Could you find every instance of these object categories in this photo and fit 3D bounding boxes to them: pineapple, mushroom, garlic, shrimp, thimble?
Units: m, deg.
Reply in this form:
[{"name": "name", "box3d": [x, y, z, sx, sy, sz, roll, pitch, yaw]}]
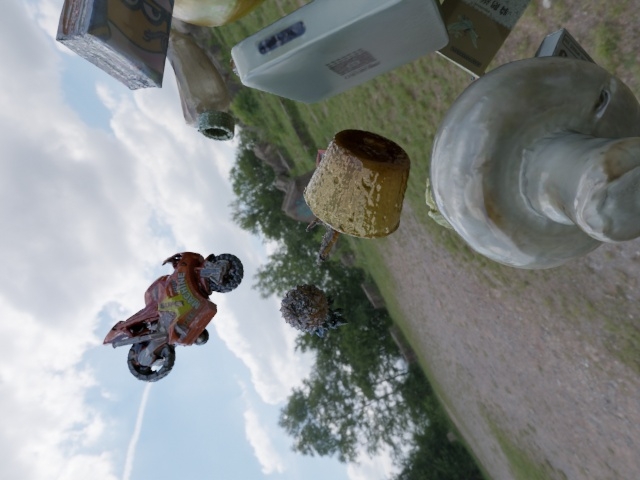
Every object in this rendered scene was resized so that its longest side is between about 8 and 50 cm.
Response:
[{"name": "pineapple", "box3d": [-0.013, 0.131, 0.776, 0.221, 0.104, 0.083, 59, -164, -71]}, {"name": "mushroom", "box3d": [0.250, -0.076, 0.438, 0.243, 0.244, 0.243, 63, -178, -4]}, {"name": "garlic", "box3d": [-0.401, -0.488, 1.264, 0.196, 0.151, 0.338, 27, 149, 37]}, {"name": "shrimp", "box3d": [0.000, 0.000, 1.092, 0.025, 0.091, 0.126, 24, -99, -70]}, {"name": "thimble", "box3d": [-0.311, -0.343, 1.249, 0.084, 0.110, 0.062, 137, 134, -62]}]

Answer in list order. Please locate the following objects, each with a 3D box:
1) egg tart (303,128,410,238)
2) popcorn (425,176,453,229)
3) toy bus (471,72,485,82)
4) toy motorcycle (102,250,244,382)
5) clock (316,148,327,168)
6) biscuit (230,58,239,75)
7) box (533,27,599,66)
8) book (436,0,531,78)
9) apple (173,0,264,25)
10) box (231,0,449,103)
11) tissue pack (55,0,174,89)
[{"name": "egg tart", "box3d": [0.082, -0.117, 0.796, 0.202, 0.203, 0.147, -115, 35, -46]}, {"name": "popcorn", "box3d": [0.369, -0.106, 1.002, 0.256, 0.194, 0.255, 27, -175, -15]}, {"name": "toy bus", "box3d": [0.531, -0.577, 1.409, 0.043, 0.031, 0.110, -12, 89, 64]}, {"name": "toy motorcycle", "box3d": [-0.287, 0.130, 0.832, 0.171, 0.298, 0.089, 36, 170, 14]}, {"name": "clock", "box3d": [0.054, -0.268, 1.493, 0.155, 0.061, 0.113, 17, 115, 44]}, {"name": "biscuit", "box3d": [-0.074, -0.505, 1.172, 0.359, 0.360, 0.046, -90, -6, -85]}, {"name": "box", "box3d": [0.356, -0.187, 0.578, 0.178, 0.115, 0.036, 29, 172, -23]}, {"name": "book", "box3d": [0.463, -0.663, 1.214, 0.217, 0.310, 0.021, 33, -172, 1]}, {"name": "apple", "box3d": [-0.238, -0.651, 0.852, 0.374, 0.375, 0.383, 51, -161, -80]}, {"name": "box", "box3d": [0.057, -0.395, 0.842, 0.373, 0.368, 0.090, -28, -78, -66]}, {"name": "tissue pack", "box3d": [-0.246, -0.285, 0.520, 0.115, 0.065, 0.154, 29, -117, -67]}]
